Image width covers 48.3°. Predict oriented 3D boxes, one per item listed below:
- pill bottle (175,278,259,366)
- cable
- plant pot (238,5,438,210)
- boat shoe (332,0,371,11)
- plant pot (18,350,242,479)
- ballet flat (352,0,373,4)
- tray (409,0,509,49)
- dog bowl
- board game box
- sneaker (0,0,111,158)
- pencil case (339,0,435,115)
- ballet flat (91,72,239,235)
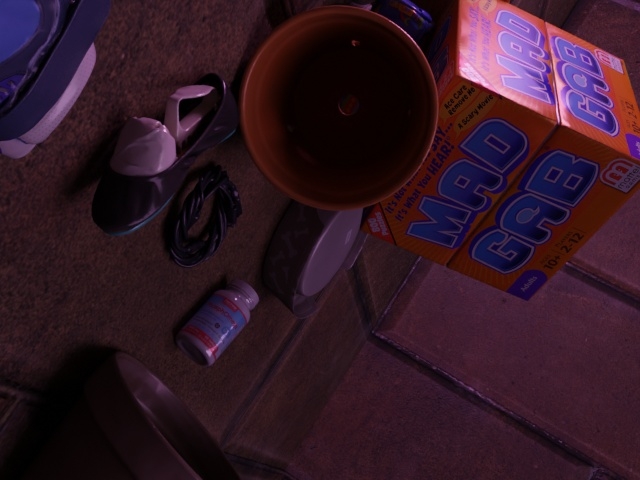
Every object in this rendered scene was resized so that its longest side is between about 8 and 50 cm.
[{"bbox_3d":[-0.188,0.149,1.326,0.160,0.087,0.087,-51,160,-31],"label":"pill bottle"},{"bbox_3d":[-0.186,-0.037,1.121,0.150,0.047,0.184,-48,162,-22],"label":"cable"},{"bbox_3d":[0.036,-0.206,1.117,0.203,0.291,0.290,-58,173,-75],"label":"plant pot"},{"bbox_3d":[0.052,-0.385,1.223,0.125,0.046,0.038,-47,155,-59],"label":"boat shoe"},{"bbox_3d":[-0.306,0.375,1.061,0.280,0.323,0.323,-41,159,-9],"label":"plant pot"},{"bbox_3d":[0.115,-0.487,1.227,0.213,0.072,0.068,-53,-171,-20],"label":"ballet flat"},{"bbox_3d":[0.238,-0.376,1.476,0.076,0.203,0.410,-65,172,-49],"label":"tray"},{"bbox_3d":[0.000,0.000,1.592,0.348,0.102,0.348,-52,162,-25],"label":"dog bowl"},{"bbox_3d":[0.323,-0.179,1.319,0.356,0.356,0.356,-77,-168,-47],"label":"board game box"},{"bbox_3d":[-0.294,-0.110,0.540,0.322,0.130,0.236,-57,159,-29],"label":"sneaker"},{"bbox_3d":[0.109,-0.309,1.361,0.119,0.133,0.306,11,109,-50],"label":"pencil case"},{"bbox_3d":[-0.195,-0.125,0.885,0.280,0.095,0.096,-58,156,-44],"label":"ballet flat"}]
